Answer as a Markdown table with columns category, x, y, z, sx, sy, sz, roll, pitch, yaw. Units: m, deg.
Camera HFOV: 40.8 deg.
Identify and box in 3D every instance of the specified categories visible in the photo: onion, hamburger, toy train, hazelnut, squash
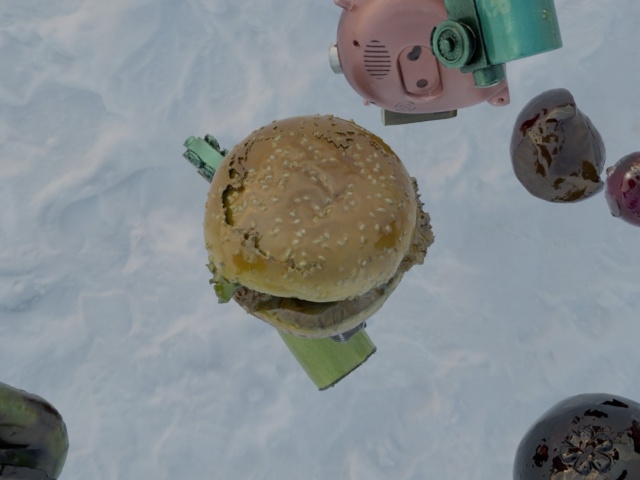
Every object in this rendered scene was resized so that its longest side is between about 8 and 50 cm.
| category | x | y | z | sx | sy | sz | roll | pitch | yaw |
| --- | --- | --- | --- | --- | --- | --- | --- | --- | --- |
| onion | 0.683 | -0.113 | 1.909 | 0.135 | 0.198 | 0.173 | -32 | 115 | -12 |
| hamburger | 0.000 | -0.015 | 0.716 | 0.191 | 0.118 | 0.181 | 14 | 68 | 4 |
| toy train | 0.187 | -0.299 | 0.953 | 0.101 | 0.159 | 0.248 | -20 | 98 | -35 |
| hazelnut | 0.418 | -0.165 | 1.504 | 0.161 | 0.170 | 0.201 | -11 | 112 | -30 |
| toy train | -0.201 | -0.133 | 1.716 | 0.176 | 0.118 | 0.074 | 40 | 71 | 8 |
| squash | -0.020 | 0.129 | 1.506 | 0.133 | 0.132 | 0.247 | -34 | 92 | 5 |

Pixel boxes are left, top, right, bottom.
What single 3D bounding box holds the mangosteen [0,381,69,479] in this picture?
| category | x | y | z | sx | sy | sz | roll | pitch | yaw |
| --- | --- | --- | --- | --- | --- | --- | --- | --- | --- |
| mangosteen | -0.270 | 0.141 | 0.498 | 0.243 | 0.243 | 0.242 | -1 | 103 | -2 |

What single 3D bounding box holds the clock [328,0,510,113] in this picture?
| category | x | y | z | sx | sy | sz | roll | pitch | yaw |
| --- | --- | --- | --- | --- | --- | --- | --- | --- | --- |
| clock | 0.131 | -0.262 | 1.171 | 0.241 | 0.142 | 0.227 | -8 | 142 | 11 |

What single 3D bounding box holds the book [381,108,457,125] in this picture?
| category | x | y | z | sx | sy | sz | roll | pitch | yaw |
| --- | --- | --- | --- | --- | --- | --- | --- | --- | --- |
| book | 0.174 | -0.298 | 1.499 | 0.139 | 0.016 | 0.198 | -7 | 124 | -5 |

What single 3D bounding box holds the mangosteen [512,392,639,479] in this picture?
| category | x | y | z | sx | sy | sz | roll | pitch | yaw |
| --- | --- | --- | --- | --- | --- | --- | --- | --- | --- |
| mangosteen | 0.479 | 0.424 | 1.471 | 0.297 | 0.297 | 0.313 | -10 | 117 | 0 |

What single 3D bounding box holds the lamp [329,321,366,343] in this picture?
| category | x | y | z | sx | sy | sz | roll | pitch | yaw |
| --- | --- | --- | --- | --- | --- | --- | --- | --- | --- |
| lamp | 0.014 | -0.013 | 1.245 | 0.182 | 0.182 | 0.313 | -33 | 110 | 5 |
